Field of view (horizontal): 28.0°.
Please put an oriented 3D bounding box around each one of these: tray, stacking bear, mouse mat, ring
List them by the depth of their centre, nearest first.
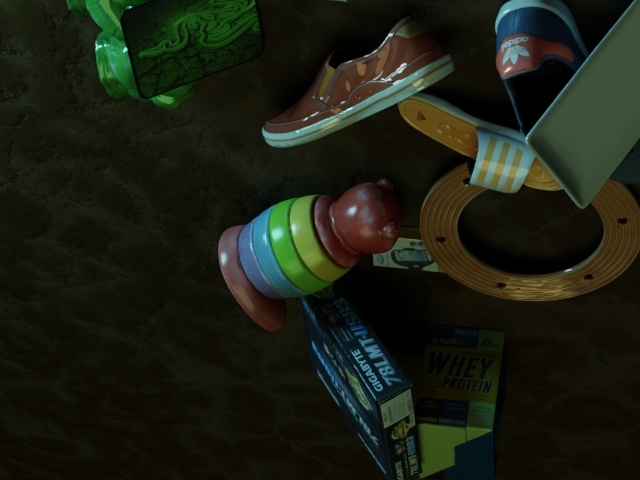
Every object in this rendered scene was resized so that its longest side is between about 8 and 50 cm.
[{"bbox_3d":[0.363,-0.184,1.596,0.145,0.270,0.030,44,171,-33],"label":"tray"},{"bbox_3d":[-0.168,-0.275,1.714,0.190,0.007,0.152,-24,138,-14],"label":"mouse mat"},{"bbox_3d":[0.318,-0.023,1.949,0.337,0.032,0.336,7,140,6],"label":"ring"},{"bbox_3d":[0.000,0.000,2.005,0.289,0.175,0.164,-24,137,27],"label":"stacking bear"}]

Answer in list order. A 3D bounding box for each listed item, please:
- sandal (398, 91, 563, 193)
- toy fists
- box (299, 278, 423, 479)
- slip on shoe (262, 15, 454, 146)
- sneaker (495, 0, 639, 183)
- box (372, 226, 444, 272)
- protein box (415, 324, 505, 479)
[{"bbox_3d":[0.215,-0.117,1.784,0.265,0.076,0.102,26,153,15],"label":"sandal"},{"bbox_3d":[-0.249,-0.289,1.750,0.142,0.096,0.279,-1,139,14],"label":"toy fists"},{"bbox_3d":[0.066,0.232,2.185,0.073,0.295,0.293,-25,143,-13],"label":"box"},{"bbox_3d":[0.038,-0.213,1.762,0.331,0.123,0.101,-22,98,45],"label":"slip on shoe"},{"bbox_3d":[0.333,-0.157,1.688,0.131,0.148,0.350,-21,131,37],"label":"sneaker"},{"bbox_3d":[0.136,0.013,2.072,0.136,0.028,0.081,4,142,10],"label":"box"},{"bbox_3d":[0.248,0.290,2.249,0.136,0.201,0.199,4,142,12],"label":"protein box"}]
